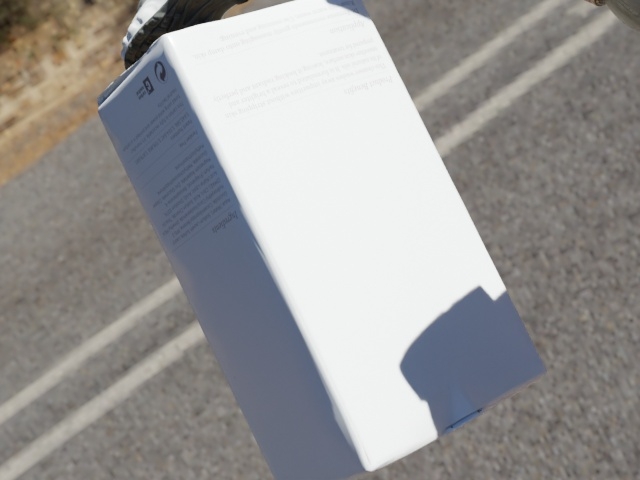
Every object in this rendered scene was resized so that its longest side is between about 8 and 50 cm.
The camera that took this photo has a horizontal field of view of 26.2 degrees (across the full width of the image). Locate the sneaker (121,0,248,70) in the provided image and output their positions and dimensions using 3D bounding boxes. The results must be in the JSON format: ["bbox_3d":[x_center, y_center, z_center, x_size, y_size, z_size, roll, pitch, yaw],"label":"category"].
[{"bbox_3d":[-0.100,-0.260,1.282,0.271,0.100,0.108,-41,37,36],"label":"sneaker"}]

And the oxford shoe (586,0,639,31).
[{"bbox_3d":[0.315,-0.240,0.917,0.348,0.123,0.130,-42,71,-17],"label":"oxford shoe"}]

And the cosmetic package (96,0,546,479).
[{"bbox_3d":[0.000,0.000,1.166,0.217,0.385,0.156,-20,-6,-36],"label":"cosmetic package"}]
